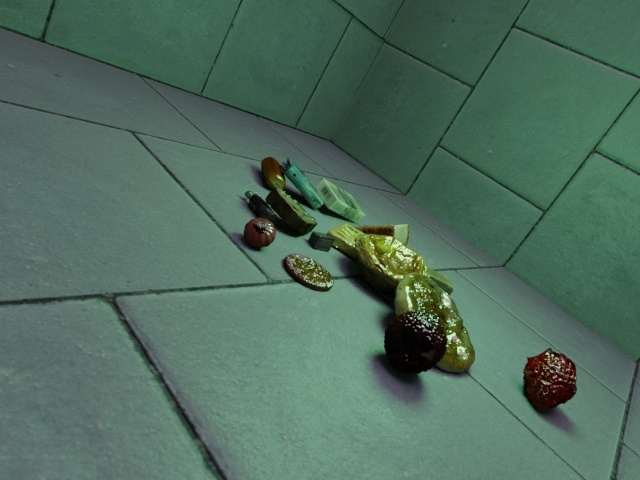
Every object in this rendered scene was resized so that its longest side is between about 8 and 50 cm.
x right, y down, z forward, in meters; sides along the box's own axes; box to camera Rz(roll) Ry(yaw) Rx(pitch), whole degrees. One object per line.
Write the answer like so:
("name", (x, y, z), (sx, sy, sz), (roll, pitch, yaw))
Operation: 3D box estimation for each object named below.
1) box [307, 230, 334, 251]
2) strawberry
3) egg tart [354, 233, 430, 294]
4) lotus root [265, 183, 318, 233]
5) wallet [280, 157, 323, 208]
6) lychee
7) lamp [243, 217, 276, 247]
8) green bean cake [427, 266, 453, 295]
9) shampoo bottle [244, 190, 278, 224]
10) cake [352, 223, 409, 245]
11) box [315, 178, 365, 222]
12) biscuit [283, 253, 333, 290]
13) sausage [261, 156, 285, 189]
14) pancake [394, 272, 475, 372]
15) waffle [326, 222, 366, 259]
("box", (0.000, 0.000, 1.779), (0.085, 0.060, 0.063), (10, 23, -42))
("strawberry", (0.784, 0.491, 1.544), (0.184, 0.187, 0.201), (49, 48, -3))
("egg tart", (0.266, 0.105, 1.769), (0.352, 0.150, 0.352), (24, 26, -13))
("lotus root", (-0.104, -0.104, 1.779), (0.261, 0.074, 0.170), (42, 11, -24))
("wallet", (-0.090, -0.277, 2.178), (0.250, 0.075, 0.176), (50, 7, -27))
("lychee", (0.271, 0.285, 1.275), (0.188, 0.188, 0.188), (27, 20, -10))
("lamp", (-0.202, -0.026, 1.497), (0.108, 0.092, 0.107), (7, 54, -9))
("green bean cake", (0.489, 0.182, 1.991), (0.179, 0.085, 0.109), (27, 18, -11))
("shampoo bottle", (-0.237, -0.134, 1.766), (0.064, 0.057, 0.207), (10, 28, -44))
("cake", (0.297, -0.053, 2.181), (0.262, 0.159, 0.158), (39, 24, 26))
("box", (0.103, -0.197, 2.288), (0.256, 0.069, 0.164), (23, 29, -49))
("biscuit", (-0.037, 0.104, 1.514), (0.188, 0.027, 0.188), (27, 19, -10))
("sausage", (-0.231, -0.325, 2.181), (0.105, 0.105, 0.274), (21, 24, -25))
("pancake", (0.396, 0.268, 1.530), (0.387, 0.082, 0.386), (32, 36, -27))
("waffle", (0.132, -0.003, 1.971), (0.168, 0.057, 0.274), (34, 19, 11))
